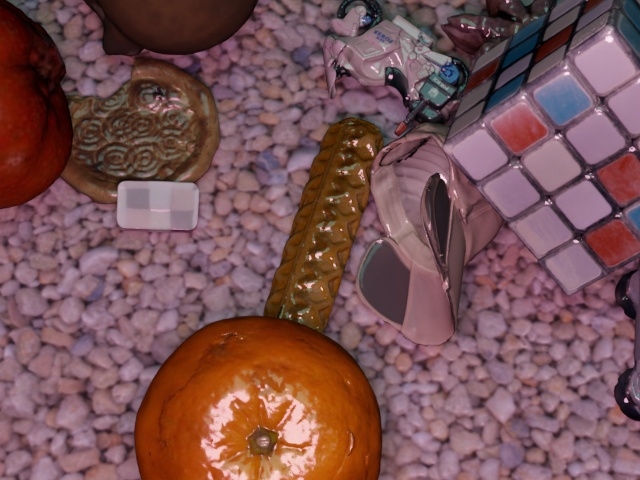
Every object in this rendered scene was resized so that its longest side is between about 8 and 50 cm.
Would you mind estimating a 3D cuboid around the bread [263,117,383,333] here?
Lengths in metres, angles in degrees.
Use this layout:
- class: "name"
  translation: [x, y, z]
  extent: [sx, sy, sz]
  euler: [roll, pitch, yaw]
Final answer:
- class: "bread"
  translation: [0.001, 0.000, 1.850]
  extent: [0.077, 0.084, 0.367]
  euler: [32, 62, -29]

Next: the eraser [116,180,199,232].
- class: "eraser"
  translation: [-0.211, -0.044, 1.881]
  extent: [0.105, 0.026, 0.065]
  euler: [3, 80, -7]

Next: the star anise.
- class: "star anise"
  translation: [0.287, -0.266, 1.969]
  extent: [0.229, 0.093, 0.236]
  euler: [-12, 63, -6]

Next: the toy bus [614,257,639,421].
- class: "toy bus"
  translation: [0.491, 0.106, 1.745]
  extent: [0.232, 0.194, 0.287]
  euler: [10, 64, -5]

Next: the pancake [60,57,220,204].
- class: "pancake"
  translation: [-0.246, -0.143, 1.941]
  extent: [0.235, 0.029, 0.212]
  euler: [-36, 71, -14]

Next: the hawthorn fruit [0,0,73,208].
- class: "hawthorn fruit"
  translation: [-0.459, -0.166, 1.823]
  extent: [0.311, 0.295, 0.295]
  euler: [-39, 71, -16]

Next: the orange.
- class: "orange"
  translation: [-0.070, 0.227, 1.653]
  extent: [0.284, 0.226, 0.284]
  euler: [1, 78, -4]

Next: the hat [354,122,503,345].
- class: "hat"
  translation: [0.148, -0.009, 1.790]
  extent: [0.161, 0.232, 0.275]
  euler: [7, 63, -14]

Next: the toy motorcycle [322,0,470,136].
- class: "toy motorcycle"
  translation: [0.090, -0.226, 1.946]
  extent: [0.221, 0.102, 0.150]
  euler: [36, 76, 11]

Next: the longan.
- class: "longan"
  translation: [-0.212, -0.381, 1.946]
  extent: [0.243, 0.300, 0.300]
  euler: [3, 53, -50]

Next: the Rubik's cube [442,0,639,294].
- class: "Rubik's cube"
  translation: [0.334, -0.137, 1.731]
  extent: [0.259, 0.253, 0.256]
  euler: [48, 32, -13]
